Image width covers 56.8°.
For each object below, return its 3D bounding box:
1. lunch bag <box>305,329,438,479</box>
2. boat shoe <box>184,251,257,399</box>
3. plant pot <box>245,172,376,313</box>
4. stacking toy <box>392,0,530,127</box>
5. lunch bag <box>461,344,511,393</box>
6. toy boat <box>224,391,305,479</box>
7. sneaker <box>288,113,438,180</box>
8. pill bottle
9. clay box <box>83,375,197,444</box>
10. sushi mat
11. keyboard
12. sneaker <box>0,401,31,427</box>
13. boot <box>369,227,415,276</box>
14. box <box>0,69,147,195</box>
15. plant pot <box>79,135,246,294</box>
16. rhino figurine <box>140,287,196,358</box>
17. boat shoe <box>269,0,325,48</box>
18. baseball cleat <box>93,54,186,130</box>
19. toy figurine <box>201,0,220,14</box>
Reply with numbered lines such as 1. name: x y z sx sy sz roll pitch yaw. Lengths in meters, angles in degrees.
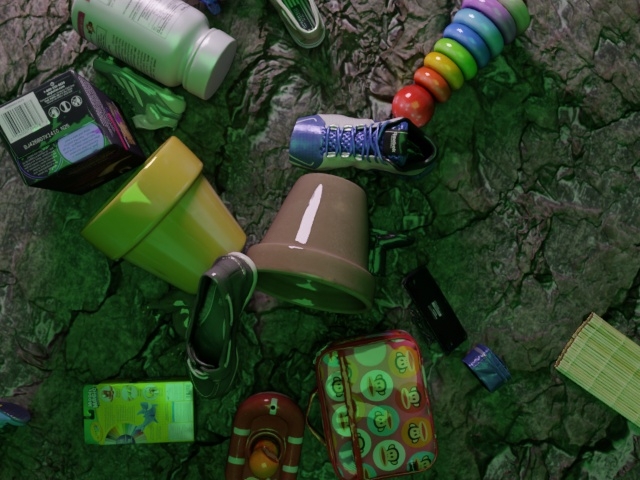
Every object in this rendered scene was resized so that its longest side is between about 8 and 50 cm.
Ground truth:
1. lunch bag: 0.095 0.341 1.229 0.258 0.120 0.293 -10 90 0
2. boat shoe: -0.205 0.173 1.090 0.112 0.095 0.335 29 119 21
3. plant pot: 0.000 0.000 1.165 0.263 0.263 0.229 17 73 -4
4. stacking toy: 0.271 -0.372 1.230 0.141 0.141 0.330 43 94 -3
5. lunch bag: 0.360 0.273 1.265 0.065 0.067 0.098 -41 94 -2
6. toy boat: -0.111 0.427 1.192 0.151 0.151 0.231 9 90 -4
7. sneaker: 0.098 -0.199 1.184 0.315 0.182 0.127 7 89 -4
8. pill bottle: -0.320 -0.405 1.163 0.283 0.160 0.160 30 89 -4
9. clay box: -0.370 0.350 1.223 0.222 0.053 0.127 -1 91 -3
10. sushi mat: 0.683 0.307 1.312 0.316 0.019 0.151 35 89 -4
11. keyboard: 0.233 0.157 1.279 0.100 0.038 0.192 -32 92 -26
12. sneaker: -0.662 0.362 1.205 0.144 0.053 0.059 10 89 5
13. boot: 0.135 0.029 1.258 0.121 0.045 0.099 9 88 3
14. box: -0.453 -0.187 1.101 0.165 0.270 0.143 -27 92 -3
15. plant pot: -0.283 -0.030 1.143 0.254 0.254 0.239 -46 109 -2
16. rhino figurine: -0.256 0.203 1.220 0.106 0.073 0.243 -34 95 1
17. boat shoe: -0.078 -0.540 1.210 0.109 0.094 0.302 -34 93 -3
18. baseball cleat: -0.381 -0.291 1.206 0.206 0.072 0.109 26 96 0
19. toy figurine: -0.284 -0.531 1.161 0.191 0.362 0.217 -47 138 -15
